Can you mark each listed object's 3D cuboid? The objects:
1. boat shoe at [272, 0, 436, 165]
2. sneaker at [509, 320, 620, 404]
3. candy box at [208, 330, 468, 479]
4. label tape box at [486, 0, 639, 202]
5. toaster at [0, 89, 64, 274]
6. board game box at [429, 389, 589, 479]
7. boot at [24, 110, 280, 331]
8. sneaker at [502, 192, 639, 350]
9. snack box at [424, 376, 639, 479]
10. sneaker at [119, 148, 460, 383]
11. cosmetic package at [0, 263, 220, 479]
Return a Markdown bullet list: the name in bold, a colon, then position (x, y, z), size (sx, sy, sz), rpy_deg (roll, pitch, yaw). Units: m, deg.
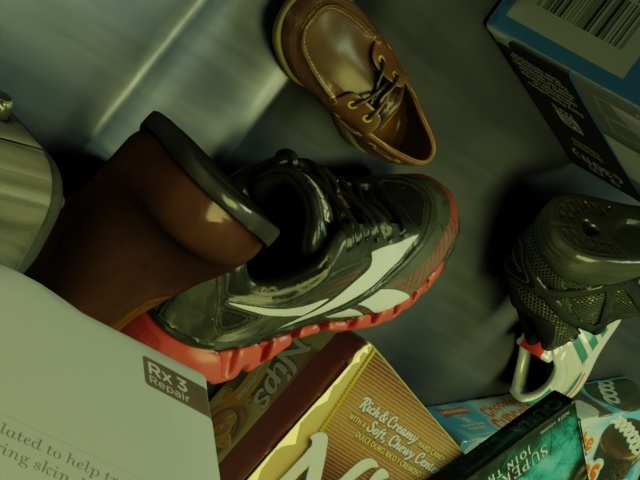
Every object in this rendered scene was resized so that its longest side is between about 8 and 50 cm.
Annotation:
- **boat shoe**: position (0.028, -0.103, 1.189), size (0.064, 0.060, 0.178), rpy_deg (-51, 145, -6)
- **sneaker**: position (0.205, 0.070, 1.542), size (0.075, 0.057, 0.161), rpy_deg (-11, 129, -52)
- **candy box**: position (0.026, 0.210, 1.365), size (0.183, 0.087, 0.316), rpy_deg (-48, 131, -10)
- **label tape box**: position (0.291, -0.066, 1.371), size (0.106, 0.240, 0.334), rpy_deg (-52, 145, -5)
- **toaster**: position (-0.245, 0.008, 0.904), size (0.146, 0.129, 0.227), rpy_deg (22, 108, -51)
- **board game box**: position (0.124, 0.209, 1.365), size (0.186, 0.026, 0.126), rpy_deg (-32, 125, -26)
- **boot**: position (-0.162, 0.062, 0.971), size (0.096, 0.264, 0.280), rpy_deg (47, 75, -18)
- **sneaker**: position (0.240, 0.034, 1.483), size (0.227, 0.087, 0.130), rpy_deg (9, 147, -29)
- **snack box**: position (0.169, 0.224, 1.623), size (0.322, 0.060, 0.187), rpy_deg (-3, 118, -48)
- **sneaker**: position (0.000, 0.000, 1.190), size (0.276, 0.098, 0.135), rpy_deg (-20, 151, -39)
- **cosmetic package**: position (-0.236, 0.184, 0.837), size (0.217, 0.156, 0.385), rpy_deg (27, 120, -26)
